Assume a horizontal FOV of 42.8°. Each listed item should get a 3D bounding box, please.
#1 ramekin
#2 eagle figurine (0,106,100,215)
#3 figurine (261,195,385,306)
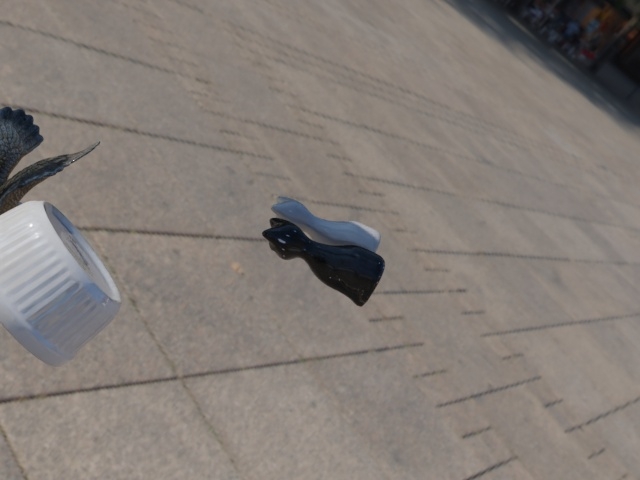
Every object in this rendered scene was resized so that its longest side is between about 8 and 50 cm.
[{"bbox_3d":[-0.344,0.046,1.032,0.207,0.109,0.207,53,-4,5],"label":"ramekin"},{"bbox_3d":[-0.554,-0.089,1.423,0.226,0.298,0.225,26,-1,-21],"label":"eagle figurine"},{"bbox_3d":[0.000,0.000,1.431,0.209,0.092,0.215,27,18,-8],"label":"figurine"}]
